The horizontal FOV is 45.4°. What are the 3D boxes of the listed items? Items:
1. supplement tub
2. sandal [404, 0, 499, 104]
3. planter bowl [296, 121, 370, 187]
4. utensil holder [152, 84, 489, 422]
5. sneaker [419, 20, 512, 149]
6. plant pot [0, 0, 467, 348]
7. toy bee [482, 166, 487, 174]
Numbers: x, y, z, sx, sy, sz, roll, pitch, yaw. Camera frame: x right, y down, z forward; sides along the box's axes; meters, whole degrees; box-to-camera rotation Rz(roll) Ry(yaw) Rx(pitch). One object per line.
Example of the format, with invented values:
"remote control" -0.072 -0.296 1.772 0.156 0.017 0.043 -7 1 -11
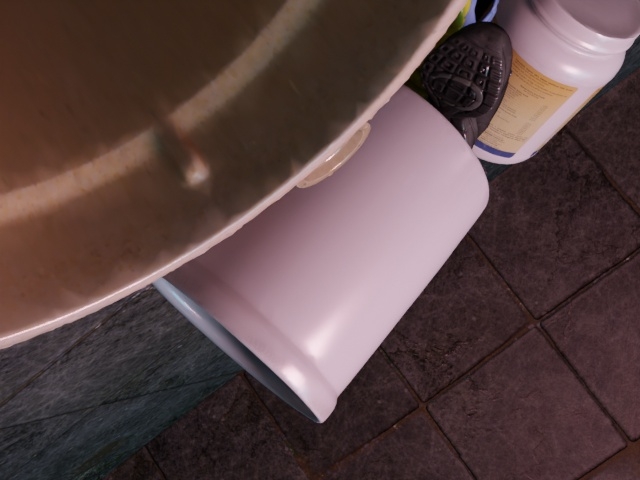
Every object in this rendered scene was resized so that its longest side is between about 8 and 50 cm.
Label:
"supplement tub" 0.353 -0.299 1.274 0.228 0.228 0.316 -27 164 -35
"sandal" 0.162 -0.281 1.102 0.138 0.126 0.317 -33 169 -30
"planter bowl" -0.019 -0.123 0.772 0.162 0.109 0.162 -38 169 -9
"utensil holder" 0.000 0.000 1.058 0.385 0.328 0.327 -48 170 -15
"sneaker" 0.204 -0.216 1.025 0.130 0.109 0.286 -51 171 -14
"plant pot" -0.143 -0.163 0.306 0.334 0.305 0.334 -33 166 -9
"toy bee" 0.128 -0.167 1.413 0.299 0.162 0.195 -2 161 -23
